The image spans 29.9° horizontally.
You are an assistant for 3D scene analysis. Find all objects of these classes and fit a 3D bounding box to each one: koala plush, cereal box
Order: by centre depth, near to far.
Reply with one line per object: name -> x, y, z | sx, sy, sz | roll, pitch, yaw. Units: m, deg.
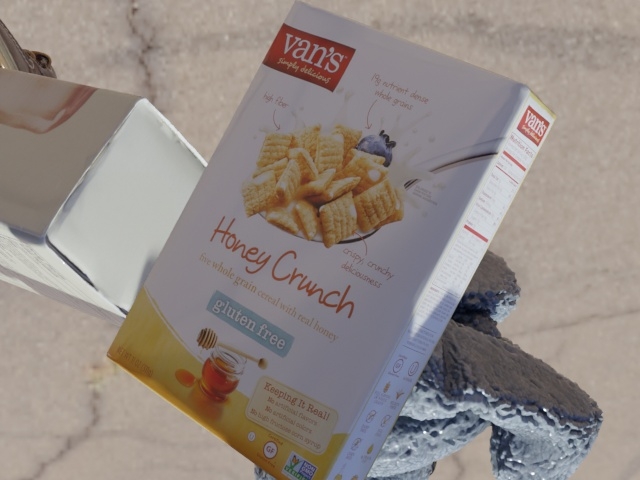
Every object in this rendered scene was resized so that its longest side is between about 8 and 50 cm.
cereal box -> 0.000, 0.000, 0.665 | 0.173, 0.240, 0.047 | 27, 180, 36
koala plush -> 0.027, 0.121, 0.809 | 0.203, 0.196, 0.221 | 14, 124, -32

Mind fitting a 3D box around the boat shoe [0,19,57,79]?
boat shoe -> -0.380, -0.179, 1.444 | 0.123, 0.123, 0.342 | 1, 142, 14

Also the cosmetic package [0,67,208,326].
cosmetic package -> -0.228, -0.043, 0.933 | 0.296, 0.129, 0.153 | 17, 157, 37
